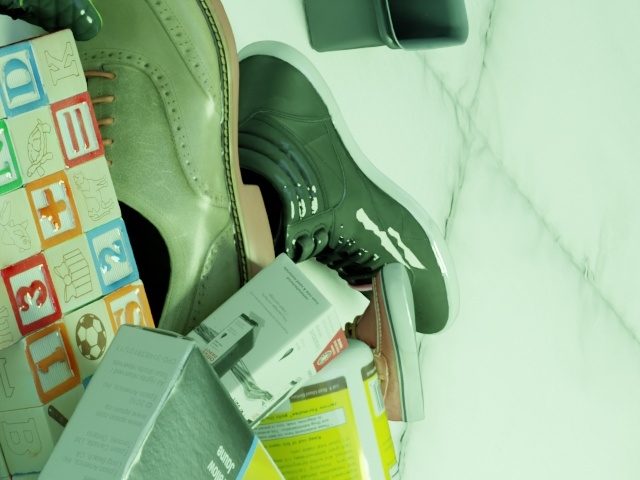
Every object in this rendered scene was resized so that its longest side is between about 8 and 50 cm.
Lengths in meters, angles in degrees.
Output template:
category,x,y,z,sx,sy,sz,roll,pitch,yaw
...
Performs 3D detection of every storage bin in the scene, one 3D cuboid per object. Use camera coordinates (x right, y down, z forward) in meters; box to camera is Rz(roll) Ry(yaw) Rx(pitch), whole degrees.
category,x,y,z,sx,sy,sz,roll,pitch,yaw
storage bin,0.051,-0.203,1.654,0.135,0.091,0.098,-15,95,-58

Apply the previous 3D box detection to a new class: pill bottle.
category,x,y,z,sx,sy,sz,roll,pitch,yaw
pill bottle,0.003,0.188,1.456,0.117,0.117,0.215,-20,99,-57

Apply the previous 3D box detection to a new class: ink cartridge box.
category,x,y,z,sx,sy,sz,roll,pitch,yaw
ink cartridge box,-0.052,0.085,1.346,0.056,0.135,0.099,46,-8,20
ink cartridge box,-0.111,0.260,1.200,0.307,0.072,0.303,-65,149,-28

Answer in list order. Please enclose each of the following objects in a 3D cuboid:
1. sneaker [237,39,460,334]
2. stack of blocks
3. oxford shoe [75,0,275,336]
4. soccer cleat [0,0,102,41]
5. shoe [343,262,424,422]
category,x,y,z,sx,sy,sz,roll,pitch,yaw
sneaker,0.000,0.000,1.522,0.296,0.104,0.147,54,43,-26
stack of blocks,-0.198,0.033,1.214,0.171,0.087,0.297,-30,107,-56
oxford shoe,-0.130,-0.083,1.323,0.130,0.123,0.348,-33,109,-49
soccer cleat,-0.222,-0.168,1.233,0.179,0.060,0.072,33,65,-21
shoe,0.035,0.086,1.517,0.178,0.081,0.063,80,6,-51
